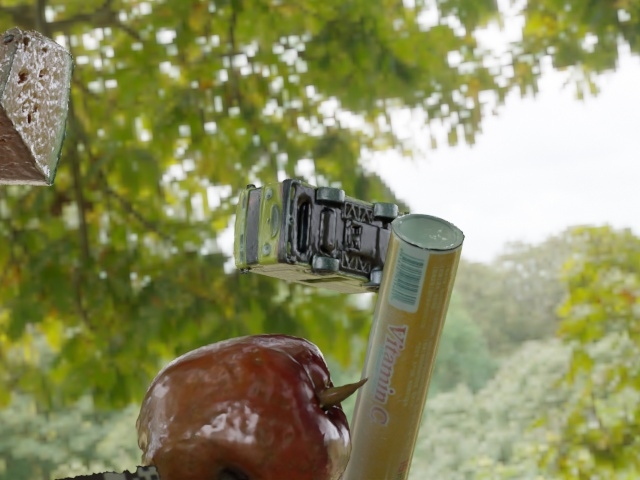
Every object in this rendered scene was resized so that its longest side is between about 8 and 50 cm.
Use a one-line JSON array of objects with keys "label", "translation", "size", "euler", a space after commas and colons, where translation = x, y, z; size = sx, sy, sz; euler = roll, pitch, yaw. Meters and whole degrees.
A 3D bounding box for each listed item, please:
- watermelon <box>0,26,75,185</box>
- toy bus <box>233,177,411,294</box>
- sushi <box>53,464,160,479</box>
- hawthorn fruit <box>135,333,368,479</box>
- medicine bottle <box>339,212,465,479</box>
[{"label": "watermelon", "translation": [-0.413, -0.189, 1.818], "size": [0.140, 0.192, 0.256], "euler": [2, -9, -1]}, {"label": "toy bus", "translation": [0.000, 0.000, 1.961], "size": [0.150, 0.128, 0.262], "euler": [-6, -15, 42]}, {"label": "sushi", "translation": [-0.292, 0.354, 1.432], "size": [0.373, 0.296, 0.100], "euler": [-12, 21, 11]}, {"label": "hawthorn fruit", "translation": [-0.090, 0.236, 1.656], "size": [0.262, 0.258, 0.258], "euler": [-24, 4, -20]}, {"label": "medicine bottle", "translation": [0.102, 0.170, 1.787], "size": [0.108, 0.426, 0.108], "euler": [8, 30, -5]}]
